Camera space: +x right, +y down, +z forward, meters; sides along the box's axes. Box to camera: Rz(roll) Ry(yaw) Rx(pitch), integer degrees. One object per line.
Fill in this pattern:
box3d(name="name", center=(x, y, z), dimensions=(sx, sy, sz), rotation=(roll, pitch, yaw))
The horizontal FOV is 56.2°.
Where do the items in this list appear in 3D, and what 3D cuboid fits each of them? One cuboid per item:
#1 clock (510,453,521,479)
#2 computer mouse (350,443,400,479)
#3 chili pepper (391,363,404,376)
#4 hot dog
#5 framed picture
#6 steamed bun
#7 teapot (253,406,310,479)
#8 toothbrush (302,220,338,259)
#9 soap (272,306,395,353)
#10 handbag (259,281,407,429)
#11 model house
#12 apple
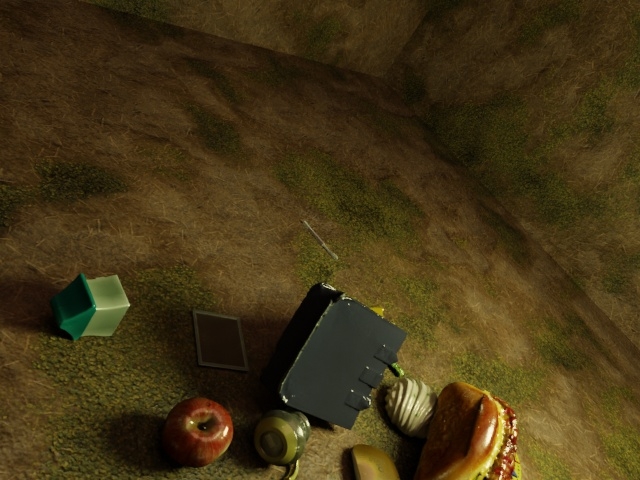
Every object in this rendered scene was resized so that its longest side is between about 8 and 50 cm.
box3d(name="clock", center=(0.485, 0.622, 1.779), dimensions=(0.277, 0.071, 0.293), rotation=(11, 39, -35))
box3d(name="computer mouse", center=(0.143, 0.612, 1.478), dimensions=(0.126, 0.056, 0.245), rotation=(19, 36, -24))
box3d(name="chili pepper", center=(0.228, 0.392, 1.877), dimensions=(0.091, 0.030, 0.034), rotation=(40, 56, 11))
box3d(name="hot dog", center=(0.401, 0.542, 1.573), dimensions=(0.185, 0.223, 0.405), rotation=(47, 42, -14))
box3d(name="framed picture", center=(-0.266, 0.264, 1.583), dimensions=(0.142, 0.011, 0.183), rotation=(15, 37, -31))
box3d(name="steamed bun", center=(0.272, 0.476, 1.736), dimensions=(0.183, 0.106, 0.183), rotation=(27, 31, -18))
box3d(name="teapot", center=(-0.084, 0.472, 1.397), dimensions=(0.119, 0.130, 0.165), rotation=(-5, 81, -67))
box3d(name="toothbrush", center=(-0.001, 0.000, 2.187), dimensions=(0.194, 0.014, 0.017), rotation=(47, 33, 18))
box3d(name="soap", center=(0.038, 0.277, 1.689), dimensions=(0.315, 0.199, 0.091), rotation=(5, 36, -38))
box3d(name="handbag", center=(0.042, 0.298, 1.521), dimensions=(0.329, 0.303, 0.122), rotation=(34, -4, -38))
box3d(name="model house", center=(-0.534, 0.151, 1.362), dimensions=(0.149, 0.127, 0.100), rotation=(1, 45, -49))
box3d(name="apple", center=(-0.266, 0.409, 1.279), dimensions=(0.146, 0.131, 0.146), rotation=(16, 49, -19))
